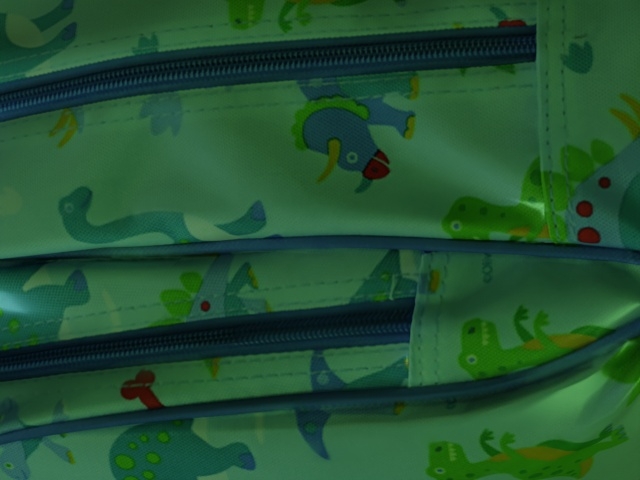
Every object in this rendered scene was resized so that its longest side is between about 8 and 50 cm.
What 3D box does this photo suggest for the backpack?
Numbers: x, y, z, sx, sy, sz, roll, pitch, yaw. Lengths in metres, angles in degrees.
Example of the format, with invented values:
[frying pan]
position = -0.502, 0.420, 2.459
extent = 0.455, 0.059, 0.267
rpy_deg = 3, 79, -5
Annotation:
[backpack]
position = 0.000, 0.000, 0.666
extent = 0.355, 0.273, 0.290
rpy_deg = 11, 172, 12
